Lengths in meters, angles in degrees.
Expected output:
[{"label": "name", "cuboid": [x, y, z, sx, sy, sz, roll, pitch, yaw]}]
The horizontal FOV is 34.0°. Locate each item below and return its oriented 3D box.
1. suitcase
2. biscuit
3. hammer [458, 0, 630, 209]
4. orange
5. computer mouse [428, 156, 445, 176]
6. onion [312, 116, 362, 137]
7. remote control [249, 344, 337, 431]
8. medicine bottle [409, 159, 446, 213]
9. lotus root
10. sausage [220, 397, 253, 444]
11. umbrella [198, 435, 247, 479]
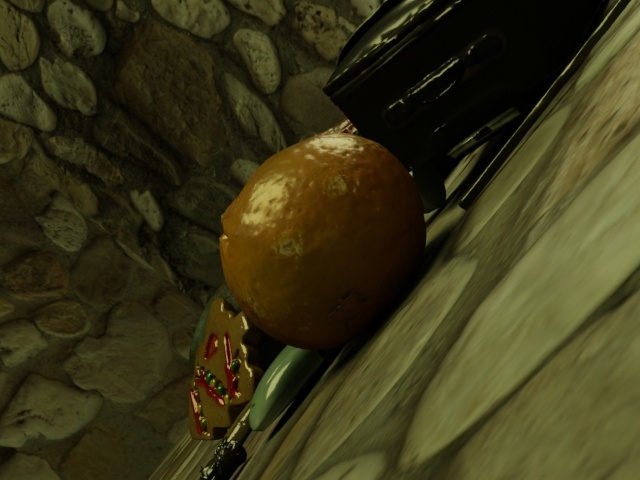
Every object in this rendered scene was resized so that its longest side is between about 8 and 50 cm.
[{"label": "suitcase", "cuboid": [0.188, -0.254, 1.246, 0.283, 0.194, 0.434, -35, 10, 32]}, {"label": "biscuit", "cuboid": [-0.152, 0.208, 1.560, 0.238, 0.041, 0.212, -63, 37, 26]}, {"label": "hammer", "cuboid": [0.224, -0.146, 0.992, 0.292, 0.029, 0.058, -52, -2, 5]}, {"label": "orange", "cuboid": [0.002, 0.000, 1.029, 0.219, 0.193, 0.219, -54, 17, 24]}, {"label": "computer mouse", "cuboid": [0.159, -0.125, 1.609, 0.168, 0.087, 0.295, -65, 0, -59]}, {"label": "onion", "cuboid": [0.030, -0.047, 1.536, 0.348, 0.159, 0.267, -49, 34, 10]}, {"label": "remote control", "cuboid": [0.000, 0.106, 1.143, 0.256, 0.045, 0.097, -48, 0, -32]}, {"label": "medicine bottle", "cuboid": [0.051, -0.032, 1.306, 0.217, 0.090, 0.090, -25, 16, 36]}, {"label": "lotus root", "cuboid": [-0.136, 0.173, 1.696, 0.140, 0.158, 0.322, -18, -34, -56]}, {"label": "sausage", "cuboid": [-0.100, 0.238, 1.343, 0.024, 0.024, 0.132, -50, 0, 32]}, {"label": "umbrella", "cuboid": [-0.123, 0.262, 1.080, 0.037, 0.040, 0.144, -37, 12, 48]}]
